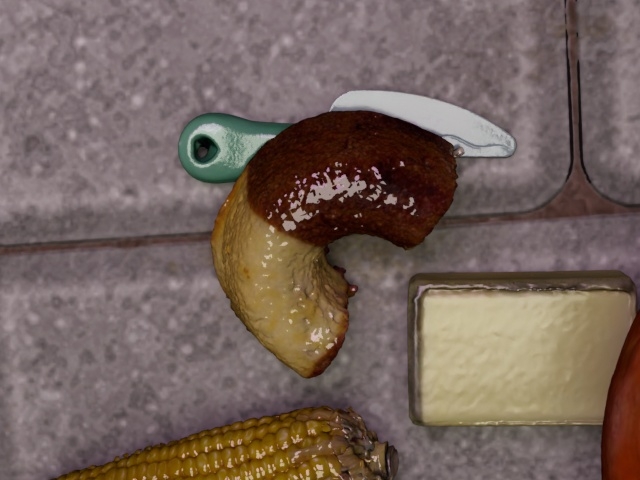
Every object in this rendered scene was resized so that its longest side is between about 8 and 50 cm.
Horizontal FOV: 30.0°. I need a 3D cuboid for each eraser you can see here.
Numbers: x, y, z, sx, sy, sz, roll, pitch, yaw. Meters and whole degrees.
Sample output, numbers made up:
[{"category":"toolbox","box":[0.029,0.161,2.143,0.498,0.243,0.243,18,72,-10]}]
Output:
[{"category":"eraser","box":[0.153,0.082,0.926,0.172,0.058,0.117,-1,101,4]}]

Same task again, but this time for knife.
[{"category":"knife","box":[0.020,-0.084,0.922,0.260,0.034,0.063,-5,98,-1]}]

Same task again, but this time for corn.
[{"category":"corn","box":[-0.094,0.203,0.937,0.318,0.115,0.115,-15,99,6]}]

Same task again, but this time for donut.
[{"category":"donut","box":[-0.001,0.001,0.890,0.141,0.085,0.217,28,107,-16]}]

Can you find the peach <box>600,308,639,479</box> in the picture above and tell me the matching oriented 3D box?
[{"category":"peach","box":[0.359,0.128,0.806,0.373,0.290,0.372,0,96,0]}]
